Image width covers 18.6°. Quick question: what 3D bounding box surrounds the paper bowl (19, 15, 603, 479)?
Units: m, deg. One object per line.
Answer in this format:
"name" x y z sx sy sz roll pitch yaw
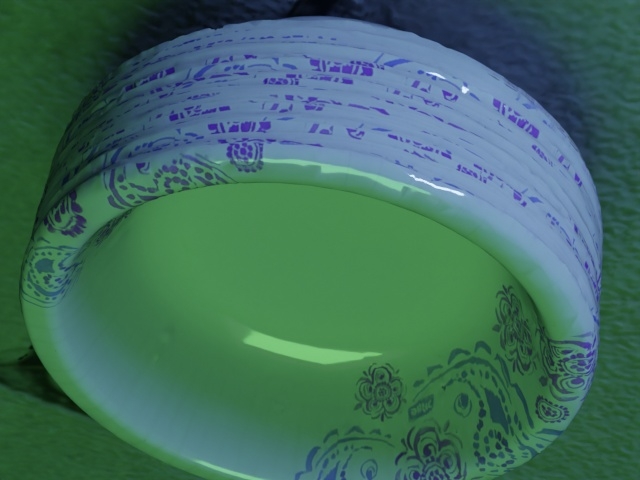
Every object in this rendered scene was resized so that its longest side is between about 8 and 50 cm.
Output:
"paper bowl" 0.000 0.000 0.991 0.284 0.148 0.284 5 142 4
